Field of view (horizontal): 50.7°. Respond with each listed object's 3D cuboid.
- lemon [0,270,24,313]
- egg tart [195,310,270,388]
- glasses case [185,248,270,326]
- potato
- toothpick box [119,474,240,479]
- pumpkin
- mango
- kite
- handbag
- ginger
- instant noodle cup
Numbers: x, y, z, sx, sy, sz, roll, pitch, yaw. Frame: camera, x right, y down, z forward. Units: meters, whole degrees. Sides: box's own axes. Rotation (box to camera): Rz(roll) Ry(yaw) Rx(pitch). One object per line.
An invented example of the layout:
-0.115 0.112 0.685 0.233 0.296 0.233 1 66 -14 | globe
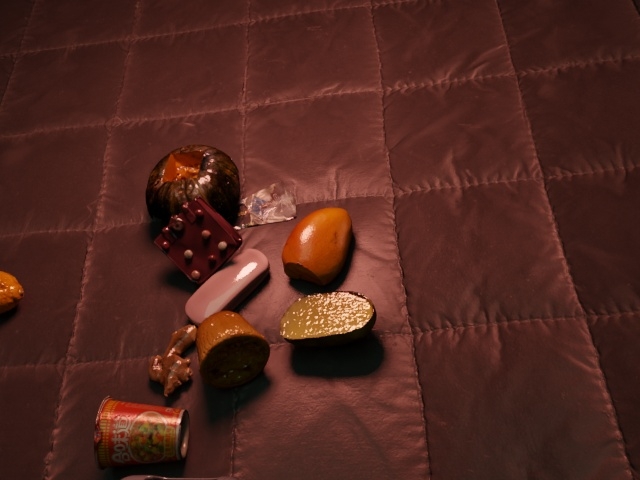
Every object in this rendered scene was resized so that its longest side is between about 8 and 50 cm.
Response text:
-1.015 0.162 2.108 0.187 0.142 0.142 -1 56 4 | lemon
-0.254 0.296 1.875 0.202 0.202 0.147 -28 39 -10 | egg tart
-0.278 0.142 2.038 0.113 0.075 0.297 36 67 28 | glasses case
0.030 0.238 1.901 0.272 0.111 0.160 -11 41 11 | potato
-0.367 0.688 1.596 0.355 0.263 0.263 -1 56 10 | toothpick box
-0.412 -0.179 2.197 0.320 0.192 0.320 -8 45 8 | pumpkin
0.000 0.000 2.053 0.187 0.138 0.257 20 67 8 | mango
-0.229 -0.090 2.225 0.310 0.015 0.169 -24 55 -7 | kite
-0.371 0.001 2.049 0.216 0.074 0.203 45 105 -3 | handbag
-0.407 0.341 1.937 0.133 0.059 0.214 22 60 31 | ginger
-0.459 0.505 1.767 0.212 0.193 0.193 1 56 1 | instant noodle cup
